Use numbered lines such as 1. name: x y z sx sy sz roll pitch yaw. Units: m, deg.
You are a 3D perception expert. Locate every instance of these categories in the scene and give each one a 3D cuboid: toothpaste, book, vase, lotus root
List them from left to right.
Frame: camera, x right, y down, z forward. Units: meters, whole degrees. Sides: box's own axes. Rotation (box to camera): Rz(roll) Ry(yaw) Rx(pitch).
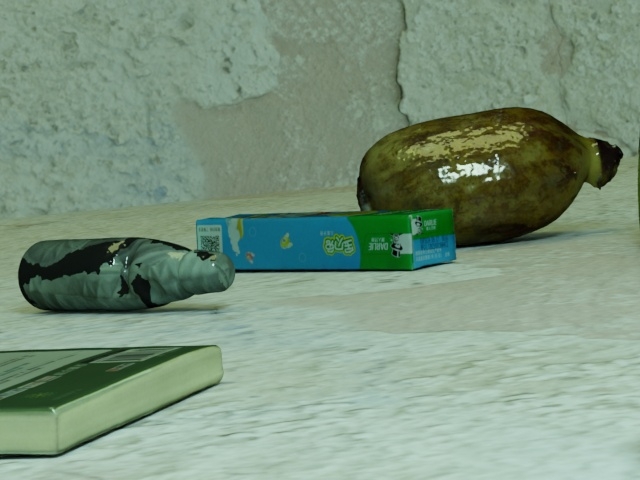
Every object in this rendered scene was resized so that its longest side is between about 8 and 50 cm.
1. book: -0.210 0.084 0.975 0.264 0.027 0.202 -3 6 20
2. vase: -0.150 0.025 1.450 0.211 0.060 0.060 -3 5 40
3. toothpaste: 0.000 0.000 1.674 0.267 0.050 0.065 -1 4 42
4. lotus root: 0.162 -0.061 1.773 0.260 0.128 0.145 -11 18 -2

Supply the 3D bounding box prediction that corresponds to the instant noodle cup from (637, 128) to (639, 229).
1. instant noodle cup: 0.347 -0.082 1.518 0.153 0.205 0.205 6 5 4
